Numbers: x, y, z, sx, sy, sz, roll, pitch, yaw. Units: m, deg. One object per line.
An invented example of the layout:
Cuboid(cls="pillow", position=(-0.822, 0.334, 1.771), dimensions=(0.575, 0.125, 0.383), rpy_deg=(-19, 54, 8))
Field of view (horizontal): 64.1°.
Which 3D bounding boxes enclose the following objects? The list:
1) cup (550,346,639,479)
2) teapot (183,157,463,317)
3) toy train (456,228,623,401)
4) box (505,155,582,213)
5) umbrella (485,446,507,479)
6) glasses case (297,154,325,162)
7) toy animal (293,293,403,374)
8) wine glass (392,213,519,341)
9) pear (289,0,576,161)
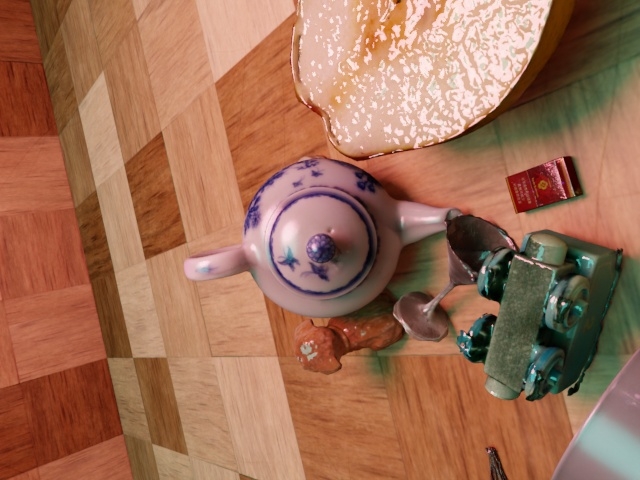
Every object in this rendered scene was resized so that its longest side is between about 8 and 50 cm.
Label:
Cuboid(cls="cup", position=(0.397, 0.248, 0.451), dimensions=(0.312, 0.205, 0.205), rpy_deg=(36, 125, 38))
Cuboid(cls="teapot", position=(0.000, 0.000, 0.784), dimensions=(0.280, 0.424, 0.252), rpy_deg=(-83, -18, -84))
Cuboid(cls="toy train", position=(0.261, 0.087, 0.602), dimensions=(0.112, 0.163, 0.203), rpy_deg=(28, 117, 43))
Cuboid(cls="box", position=(0.282, -0.070, 0.650), dimensions=(0.082, 0.023, 0.051), rpy_deg=(-21, 83, 50))
Cuboid(cls="umbrella", position=(0.266, 0.353, 0.773), dimensions=(0.031, 0.020, 0.083), rpy_deg=(-16, 82, 49))
Cuboid(cls="glasses case", position=(-0.045, -0.090, 1.006), dimensions=(0.196, 0.050, 0.083), rpy_deg=(-44, 68, 45))
Cuboid(cls="toy animal", position=(0.056, 0.153, 0.841), dimensions=(0.184, 0.185, 0.104), rpy_deg=(-20, 82, 50))
Cuboid(cls="wine glass", position=(0.186, 0.061, 0.732), dimensions=(0.122, 0.122, 0.183), rpy_deg=(57, 141, 24))
Cuboid(cls="pear", position=(0.147, -0.284, 0.628), dimensions=(0.340, 0.191, 0.386), rpy_deg=(59, 136, 16))
